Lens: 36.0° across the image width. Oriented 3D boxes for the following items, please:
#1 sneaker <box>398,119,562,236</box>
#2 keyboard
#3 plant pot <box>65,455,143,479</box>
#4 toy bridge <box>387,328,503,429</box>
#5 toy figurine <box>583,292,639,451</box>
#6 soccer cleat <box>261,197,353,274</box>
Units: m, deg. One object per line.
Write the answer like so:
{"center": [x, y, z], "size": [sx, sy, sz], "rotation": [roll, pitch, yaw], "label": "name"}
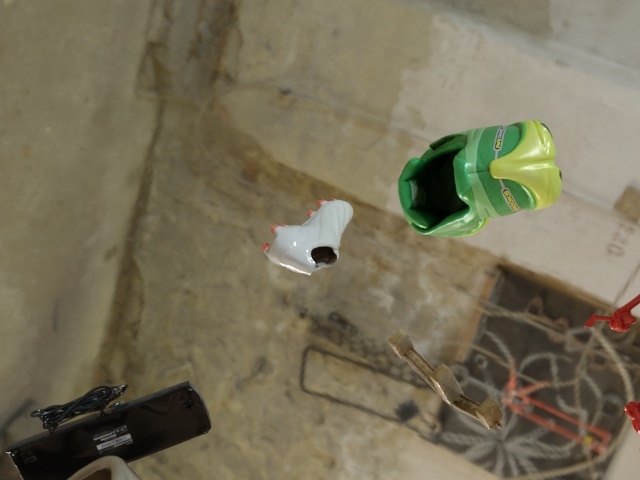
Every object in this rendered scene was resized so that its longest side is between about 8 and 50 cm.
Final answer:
{"center": [0.128, -0.061, 0.976], "size": [0.295, 0.124, 0.109], "rotation": [150, -68, -76], "label": "sneaker"}
{"center": [-0.210, 0.179, 0.972], "size": [0.192, 0.038, 0.100], "rotation": [-19, 126, -10], "label": "keyboard"}
{"center": [-0.137, 0.349, 0.630], "size": [0.323, 0.280, 0.323], "rotation": [-45, -170, 10], "label": "plant pot"}
{"center": [0.158, 0.179, 1.220], "size": [0.026, 0.188, 0.063], "rotation": [-41, 134, -12], "label": "toy bridge"}
{"center": [0.433, 0.196, 0.956], "size": [0.191, 0.362, 0.217], "rotation": [-24, -178, 0], "label": "toy figurine"}
{"center": [0.000, 0.000, 1.242], "size": [0.196, 0.076, 0.068], "rotation": [-30, 150, -59], "label": "soccer cleat"}
